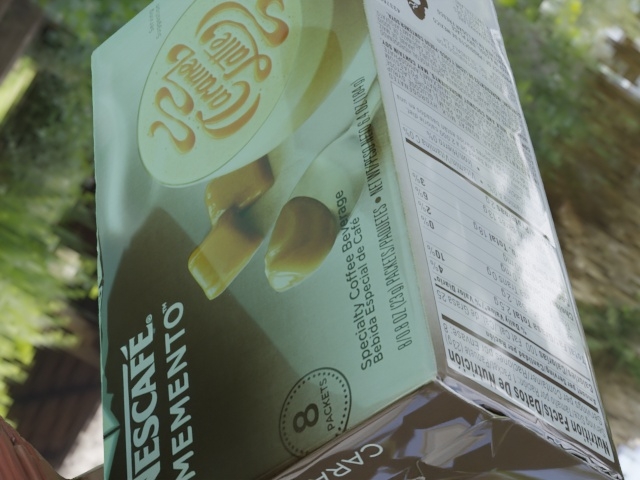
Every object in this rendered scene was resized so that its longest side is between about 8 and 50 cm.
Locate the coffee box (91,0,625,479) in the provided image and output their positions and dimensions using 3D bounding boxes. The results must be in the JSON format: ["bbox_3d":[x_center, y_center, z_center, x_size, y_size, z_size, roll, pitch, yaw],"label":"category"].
[{"bbox_3d":[0.000,0.000,0.577,0.141,0.098,0.246,-35,-137,28],"label":"coffee box"}]

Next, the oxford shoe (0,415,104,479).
[{"bbox_3d":[-0.129,0.134,0.491,0.146,0.397,0.140,-29,-114,7],"label":"oxford shoe"}]
